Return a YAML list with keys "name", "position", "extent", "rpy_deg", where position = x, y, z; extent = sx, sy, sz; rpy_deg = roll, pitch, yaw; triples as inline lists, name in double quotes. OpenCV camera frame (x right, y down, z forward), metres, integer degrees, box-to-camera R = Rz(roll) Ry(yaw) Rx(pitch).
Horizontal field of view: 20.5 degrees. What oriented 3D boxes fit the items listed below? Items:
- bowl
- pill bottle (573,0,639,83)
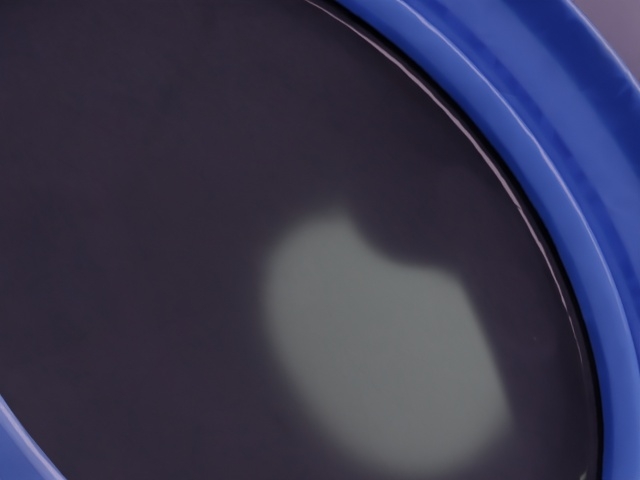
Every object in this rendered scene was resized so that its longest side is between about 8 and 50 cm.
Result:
- name: "bowl"
  position: [0.000, 0.000, 0.660]
  extent: [0.391, 0.077, 0.391]
  rpy_deg: [23, 47, -27]
- name: "pill bottle"
  position: [0.248, -0.129, 0.906]
  extent: [0.283, 0.160, 0.160]
  rpy_deg: [0, 60, -41]
